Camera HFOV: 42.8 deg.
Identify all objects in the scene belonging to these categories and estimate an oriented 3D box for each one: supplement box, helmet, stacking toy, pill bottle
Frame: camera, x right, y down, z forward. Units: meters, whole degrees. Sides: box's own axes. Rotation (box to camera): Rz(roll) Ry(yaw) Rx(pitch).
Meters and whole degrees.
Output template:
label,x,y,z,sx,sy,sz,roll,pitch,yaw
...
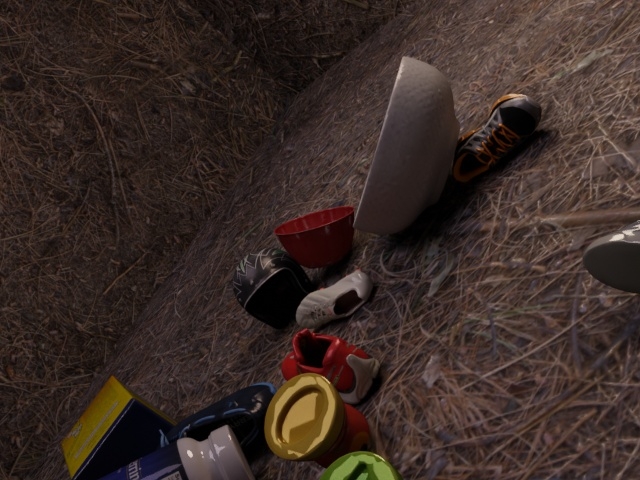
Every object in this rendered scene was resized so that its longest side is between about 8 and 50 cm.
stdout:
label,x,y,z,sx,sy,sz,roll,pitch,yaw
supplement box,-0.404,0.440,1.730,0.195,0.194,0.356,-54,16,-14
helmet,-0.111,0.094,1.775,0.169,0.161,0.169,-45,17,17
stacking toy,-0.003,0.367,1.069,0.309,0.130,0.279,-54,42,-3
pill bottle,-0.240,0.409,1.303,0.264,0.153,0.153,-25,14,-8

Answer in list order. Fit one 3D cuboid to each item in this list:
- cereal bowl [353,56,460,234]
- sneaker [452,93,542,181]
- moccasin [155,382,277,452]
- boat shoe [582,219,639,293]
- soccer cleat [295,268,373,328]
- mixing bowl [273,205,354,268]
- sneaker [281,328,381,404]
label,x,y,z,sx,sy,sz,roll,pitch,yaw
cereal bowl,0.172,-0.165,1.529,0.339,0.141,0.339,15,-90,-88
sneaker,0.304,-0.171,1.418,0.215,0.084,0.083,-47,12,52
moccasin,-0.216,0.363,1.465,0.342,0.138,0.117,-44,-6,22
boat shoe,0.381,-0.002,0.845,0.227,0.079,0.081,-18,26,54
soccer cleat,0.019,0.123,1.543,0.196,0.068,0.076,-36,24,34
mixing bowl,0.000,0.000,1.752,0.181,0.098,0.181,-17,12,4
sneaker,-0.003,0.191,1.347,0.107,0.118,0.279,-56,17,-22
